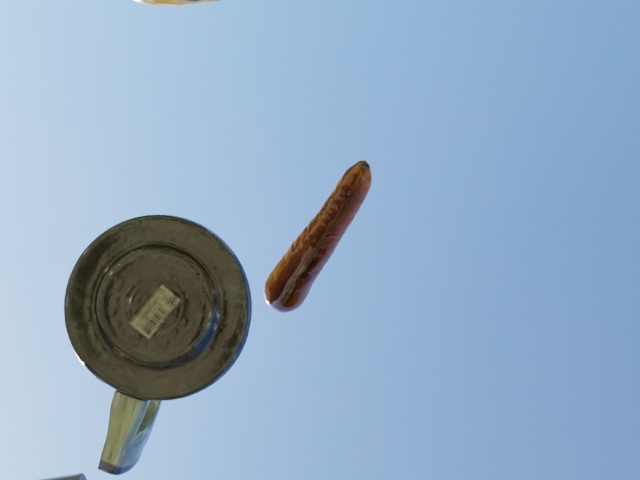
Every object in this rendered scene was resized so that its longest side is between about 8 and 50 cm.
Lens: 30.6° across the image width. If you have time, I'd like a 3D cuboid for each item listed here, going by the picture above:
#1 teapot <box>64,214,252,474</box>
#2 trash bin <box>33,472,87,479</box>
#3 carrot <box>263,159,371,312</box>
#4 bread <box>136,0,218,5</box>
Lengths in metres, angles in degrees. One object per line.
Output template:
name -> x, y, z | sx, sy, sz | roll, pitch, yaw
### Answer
teapot -> -0.092, 0.060, 0.728 | 0.111, 0.108, 0.149 | -11, -93, 0
trash bin -> -0.229, 0.238, 0.861 | 0.130, 0.116, 0.059 | -10, -164, 0
carrot -> 0.000, 0.000, 0.919 | 0.190, 0.037, 0.037 | 126, -21, -48
bread -> 0.083, -0.173, 0.388 | 0.367, 0.084, 0.077 | -23, -121, -3
